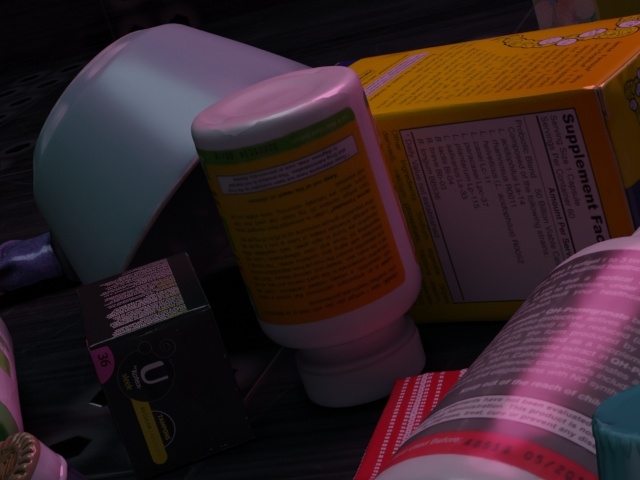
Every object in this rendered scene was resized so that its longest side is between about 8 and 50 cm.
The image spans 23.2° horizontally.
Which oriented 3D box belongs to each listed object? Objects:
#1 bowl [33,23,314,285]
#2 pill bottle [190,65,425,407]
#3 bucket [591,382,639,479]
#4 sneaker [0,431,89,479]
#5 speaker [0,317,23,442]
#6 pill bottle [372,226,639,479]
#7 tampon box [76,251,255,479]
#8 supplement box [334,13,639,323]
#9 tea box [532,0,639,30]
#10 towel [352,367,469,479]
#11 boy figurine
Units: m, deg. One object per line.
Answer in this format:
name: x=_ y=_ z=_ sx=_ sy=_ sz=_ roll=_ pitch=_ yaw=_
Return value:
bowl: x=-0.155 y=-0.081 z=1.481 sx=0.311 sy=0.163 sz=0.311 roll=-50 pitch=-11 yaw=-13
pill bottle: x=0.000 y=0.000 z=1.218 sx=0.136 sy=0.246 sz=0.136 roll=-17 pitch=18 yaw=6
bucket: x=0.237 y=0.134 z=0.584 sx=0.281 sy=0.183 sz=0.281 roll=-11 pitch=1 yaw=0
sneaker: x=-0.202 y=0.266 z=0.914 sx=0.282 sy=0.153 sz=0.099 roll=-52 pitch=27 yaw=-5
speaker: x=-0.322 y=0.135 z=1.337 sx=0.131 sy=0.131 sz=0.296 roll=-21 pitch=18 yaw=-7
pill bottle: x=0.161 y=0.107 z=0.832 sx=0.176 sy=0.176 sz=0.318 roll=-3 pitch=28 yaw=39
tampon box: x=-0.128 y=0.097 z=1.261 sx=0.101 sy=0.120 sz=0.161 roll=-20 pitch=18 yaw=-5
supplement box: x=0.141 y=-0.056 z=1.332 sx=0.356 sy=0.194 sz=0.195 roll=-4 pitch=23 yaw=37
tea box: x=0.386 y=-0.259 z=1.476 sx=0.329 sy=0.324 sz=0.220 roll=-32 pitch=22 yaw=-34
towel: x=0.160 y=0.119 z=1.067 sx=0.274 sy=0.031 sz=0.199 roll=-12 pitch=18 yaw=20
boy figurine: x=-0.408 y=0.034 z=1.775 sx=0.285 sy=0.092 sz=0.177 roll=-13 pitch=21 yaw=5
